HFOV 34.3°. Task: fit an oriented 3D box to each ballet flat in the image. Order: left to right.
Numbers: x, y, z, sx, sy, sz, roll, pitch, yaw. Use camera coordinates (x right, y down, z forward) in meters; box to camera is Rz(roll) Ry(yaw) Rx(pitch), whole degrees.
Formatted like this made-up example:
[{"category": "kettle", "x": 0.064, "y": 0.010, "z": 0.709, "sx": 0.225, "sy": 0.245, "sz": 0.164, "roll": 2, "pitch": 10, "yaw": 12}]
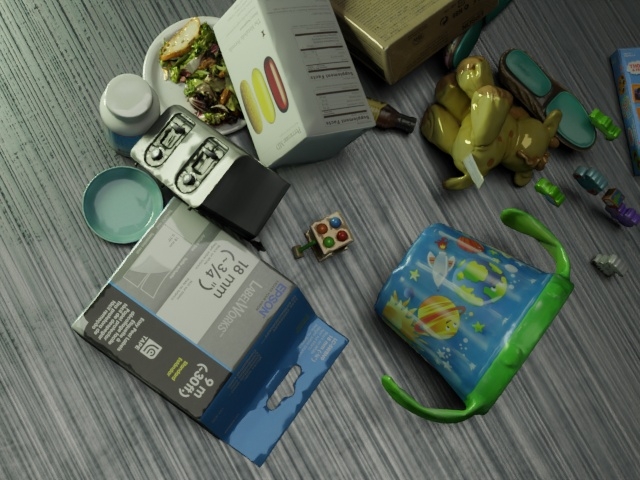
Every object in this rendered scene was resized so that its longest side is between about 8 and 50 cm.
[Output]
[{"category": "ballet flat", "x": 0.243, "y": -0.369, "z": 1.689, "sx": 0.079, "sy": 0.077, "sz": 0.221, "roll": 31, "pitch": 69, "yaw": 19}, {"category": "ballet flat", "x": 0.363, "y": -0.224, "z": 1.669, "sx": 0.073, "sy": 0.067, "sz": 0.206, "roll": -39, "pitch": 88, "yaw": -9}]

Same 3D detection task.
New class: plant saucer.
[{"category": "plant saucer", "x": -0.297, "y": -0.052, "z": 1.557, "sx": 0.119, "sy": 0.021, "sz": 0.119, "roll": 2, "pitch": 78, "yaw": -9}]

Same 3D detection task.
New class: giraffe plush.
[{"category": "giraffe plush", "x": 0.282, "y": -0.167, "z": 1.609, "sx": 0.170, "sy": 0.181, "sz": 0.210, "roll": 1, "pitch": 65, "yaw": -30}]

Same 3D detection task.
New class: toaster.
[{"category": "toaster", "x": -0.151, "y": -0.092, "z": 1.490, "sx": 0.168, "sy": 0.186, "sz": 0.110, "roll": 38, "pitch": 93, "yaw": 34}]

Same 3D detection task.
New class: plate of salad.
[{"category": "plate of salad", "x": -0.175, "y": -0.259, "z": 1.609, "sx": 0.200, "sy": 0.048, "sz": 0.199, "roll": 2, "pitch": 77, "yaw": -8}]

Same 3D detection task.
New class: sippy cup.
[{"category": "sippy cup", "x": 0.210, "y": 0.097, "z": 1.506, "sx": 0.224, "sy": 0.240, "sz": 0.305, "roll": 34, "pitch": 36, "yaw": 11}]

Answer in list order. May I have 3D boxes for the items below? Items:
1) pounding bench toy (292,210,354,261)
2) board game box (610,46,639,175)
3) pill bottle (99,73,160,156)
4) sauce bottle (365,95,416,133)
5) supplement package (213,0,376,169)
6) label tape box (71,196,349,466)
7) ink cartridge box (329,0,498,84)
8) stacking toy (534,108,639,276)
[{"category": "pounding bench toy", "x": 0.000, "y": 0.000, "z": 1.566, "sx": 0.083, "sy": 0.065, "sz": 0.052, "roll": -25, "pitch": 82, "yaw": -13}, {"category": "board game box", "x": 0.580, "y": -0.219, "z": 1.714, "sx": 0.160, "sy": 0.039, "sz": 0.211, "roll": -6, "pitch": 79, "yaw": -10}, {"category": "pill bottle", "x": -0.278, "y": -0.185, "z": 1.518, "sx": 0.087, "sy": 0.160, "sz": 0.087, "roll": 2, "pitch": 77, "yaw": -8}, {"category": "sauce bottle", "x": 0.088, "y": -0.201, "z": 1.638, "sx": 0.128, "sy": 0.042, "sz": 0.042, "roll": 18, "pitch": 75, "yaw": -6}, {"category": "supplement package", "x": -0.041, "y": -0.248, "z": 1.560, "sx": 0.134, "sy": 0.139, "sz": 0.244, "roll": -13, "pitch": 79, "yaw": -35}, {"category": "label tape box", "x": -0.149, "y": 0.132, "z": 1.494, "sx": 0.334, "sy": 0.106, "sz": 0.240, "roll": 36, "pitch": 76, "yaw": 1}, {"category": "ink cartridge box", "x": 0.131, "y": -0.380, "z": 1.625, "sx": 0.235, "sy": 0.088, "sz": 0.193, "roll": -37, "pitch": 57, "yaw": -13}, {"category": "stacking toy", "x": 0.448, "y": -0.071, "z": 1.629, "sx": 0.221, "sy": 0.052, "sz": 0.167, "roll": 45, "pitch": 74, "yaw": -15}]
